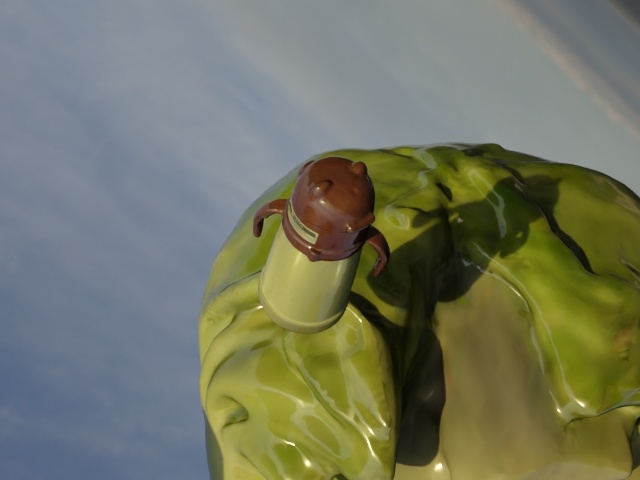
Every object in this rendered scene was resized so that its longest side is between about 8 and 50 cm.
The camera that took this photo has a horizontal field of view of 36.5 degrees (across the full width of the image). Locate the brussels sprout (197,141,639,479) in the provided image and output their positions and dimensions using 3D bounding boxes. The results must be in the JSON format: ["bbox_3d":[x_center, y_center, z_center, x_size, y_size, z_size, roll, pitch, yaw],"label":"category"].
[{"bbox_3d":[0.101,0.094,0.761,0.426,0.342,0.361,1,-145,-22],"label":"brussels sprout"}]

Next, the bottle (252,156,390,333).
[{"bbox_3d":[0.002,0.000,0.453,0.063,0.101,0.047,-4,-125,-16],"label":"bottle"}]
